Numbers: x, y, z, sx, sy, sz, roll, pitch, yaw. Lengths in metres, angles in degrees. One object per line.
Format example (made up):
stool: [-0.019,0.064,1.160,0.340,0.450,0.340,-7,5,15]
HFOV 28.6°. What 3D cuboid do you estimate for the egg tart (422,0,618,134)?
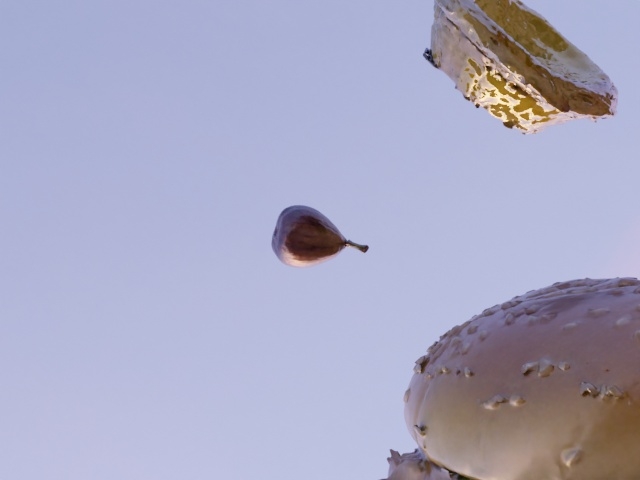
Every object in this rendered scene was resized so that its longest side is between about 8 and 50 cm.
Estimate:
egg tart: [0.243,-0.231,1.626,0.315,0.315,0.120,18,-60,-37]

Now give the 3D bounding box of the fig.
fig: [0.000,0.000,1.681,0.125,0.089,0.088,12,-74,-10]

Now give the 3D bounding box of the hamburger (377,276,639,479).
hamburger: [0.190,0.181,0.994,0.287,0.445,0.268,-19,-81,-23]
